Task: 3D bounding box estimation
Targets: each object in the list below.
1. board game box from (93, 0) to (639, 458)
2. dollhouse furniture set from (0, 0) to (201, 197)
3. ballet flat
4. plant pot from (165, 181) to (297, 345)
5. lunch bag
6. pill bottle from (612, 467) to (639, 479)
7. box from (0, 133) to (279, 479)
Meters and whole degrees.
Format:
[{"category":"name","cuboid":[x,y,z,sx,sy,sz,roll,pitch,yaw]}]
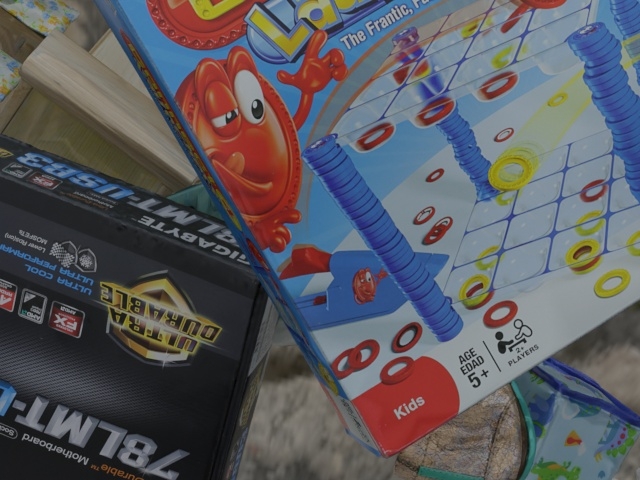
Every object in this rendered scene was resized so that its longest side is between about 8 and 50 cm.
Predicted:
[{"category":"board game box","cuboid":[0.079,-0.091,1.036,0.308,0.086,0.302,-32,101,-7]},{"category":"dollhouse furniture set","cuboid":[-0.188,-0.120,1.764,0.362,0.256,0.394,37,35,-6]},{"category":"ballet flat","cuboid":[0.050,0.049,1.280,0.106,0.108,0.316,0,33,-17]},{"category":"plant pot","cuboid":[0.000,0.000,1.492,0.234,0.165,0.165,-7,84,-36]},{"category":"lunch bag","cuboid":[0.142,0.145,1.325,0.096,0.151,0.129,25,94,-25]},{"category":"pill bottle","cuboid":[0.212,0.294,1.522,0.283,0.161,0.161,-32,72,-3]},{"category":"box","cuboid":[-0.191,0.091,1.385,0.295,0.293,0.073,21,25,10]}]
